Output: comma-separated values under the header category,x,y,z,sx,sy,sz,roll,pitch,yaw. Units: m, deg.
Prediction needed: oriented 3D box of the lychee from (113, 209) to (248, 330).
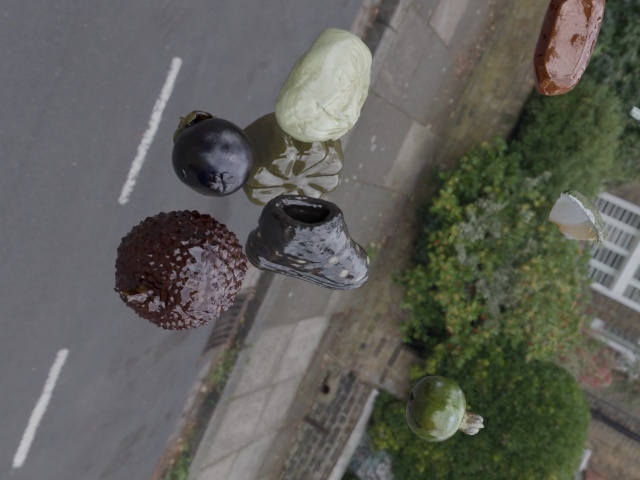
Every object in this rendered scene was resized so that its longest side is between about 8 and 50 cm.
category,x,y,z,sx,sy,sz,roll,pitch,yaw
lychee,-0.298,0.065,1.397,0.300,0.264,0.264,-32,146,-47

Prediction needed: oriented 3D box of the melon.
category,x,y,z,sx,sy,sz,roll,pitch,yaw
melon,0.639,-0.039,1.623,0.202,0.139,0.093,18,124,-41

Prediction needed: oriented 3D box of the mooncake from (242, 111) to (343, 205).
category,x,y,z,sx,sy,sz,roll,pitch,yaw
mooncake,-0.103,-0.257,2.281,0.378,0.378,0.201,90,-11,-55

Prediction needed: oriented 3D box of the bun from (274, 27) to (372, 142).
category,x,y,z,sx,sy,sz,roll,pitch,yaw
bun,0.016,-0.279,1.250,0.229,0.145,0.229,-56,180,0

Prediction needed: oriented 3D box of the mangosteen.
category,x,y,z,sx,sy,sz,roll,pitch,yaw
mangosteen,-0.257,-0.208,1.547,0.194,0.230,0.194,-22,146,-15

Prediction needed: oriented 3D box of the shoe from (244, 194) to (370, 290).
category,x,y,z,sx,sy,sz,roll,pitch,yaw
shoe,0.000,0.000,1.854,0.237,0.384,0.171,-54,-150,40

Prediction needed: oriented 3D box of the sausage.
category,x,y,z,sx,sy,sz,roll,pitch,yaw
sausage,0.541,-0.447,1.467,0.133,0.133,0.258,-28,132,-59

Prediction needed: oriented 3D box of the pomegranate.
category,x,y,z,sx,sy,sz,roll,pitch,yaw
pomegranate,0.341,0.462,1.842,0.179,0.210,0.179,-4,90,-84

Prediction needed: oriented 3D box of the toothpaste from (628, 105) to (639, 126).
category,x,y,z,sx,sy,sz,roll,pitch,yaw
toothpaste,0.876,-0.263,1.686,0.067,0.255,0.037,-64,-168,-18
